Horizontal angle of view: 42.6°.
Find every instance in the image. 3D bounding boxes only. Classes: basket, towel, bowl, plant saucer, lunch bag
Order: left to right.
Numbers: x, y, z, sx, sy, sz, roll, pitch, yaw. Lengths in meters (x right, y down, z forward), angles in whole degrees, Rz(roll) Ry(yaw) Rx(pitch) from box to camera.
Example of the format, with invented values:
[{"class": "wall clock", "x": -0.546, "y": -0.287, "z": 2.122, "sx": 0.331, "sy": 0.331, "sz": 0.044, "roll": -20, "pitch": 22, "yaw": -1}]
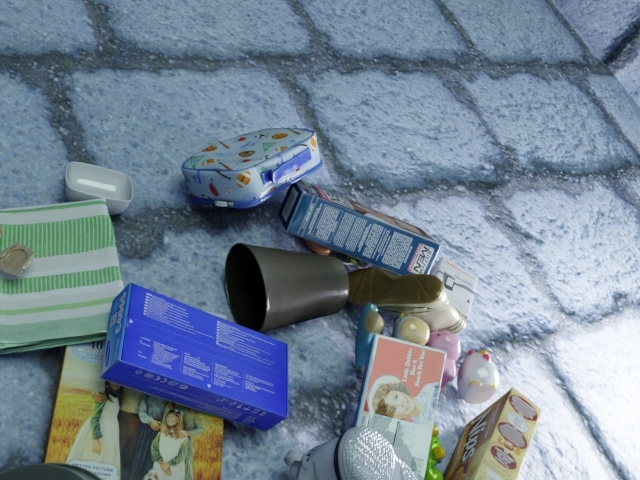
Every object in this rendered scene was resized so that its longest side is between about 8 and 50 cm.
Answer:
[{"class": "towel", "x": -0.502, "y": 0.056, "z": 1.540, "sx": 0.247, "sy": 0.038, "sz": 0.325, "roll": -7, "pitch": 52, "yaw": -15}, {"class": "bowl", "x": -0.471, "y": -0.105, "z": 1.727, "sx": 0.141, "sy": 0.053, "sz": 0.142, "roll": 13, "pitch": 27, "yaw": -22}, {"class": "lunch bag", "x": -0.151, "y": -0.165, "z": 1.867, "sx": 0.243, "sy": 0.115, "sz": 0.303, "roll": 8, "pitch": 31, "yaw": 37}, {"class": "basket", "x": -0.065, "y": 0.100, "z": 1.750, "sx": 0.226, "sy": 0.154, "sz": 0.204, "roll": 1, "pitch": 54, "yaw": -35}, {"class": "plant saucer", "x": 0.000, "y": 0.000, "z": 1.968, "sx": 0.083, "sy": 0.013, "sz": 0.084, "roll": 17, "pitch": 47, "yaw": -19}]

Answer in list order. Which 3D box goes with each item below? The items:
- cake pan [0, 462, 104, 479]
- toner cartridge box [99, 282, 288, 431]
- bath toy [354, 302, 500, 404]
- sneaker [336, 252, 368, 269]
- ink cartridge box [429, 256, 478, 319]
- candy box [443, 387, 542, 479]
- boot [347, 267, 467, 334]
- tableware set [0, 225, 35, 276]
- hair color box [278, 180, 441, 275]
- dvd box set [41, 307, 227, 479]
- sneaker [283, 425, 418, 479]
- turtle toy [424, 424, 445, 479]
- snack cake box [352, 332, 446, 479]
[{"class": "cake pan", "x": -0.429, "y": 0.456, "z": 1.194, "sx": 0.293, "sy": 0.054, "sz": 0.293, "roll": -3, "pitch": 52, "yaw": 4}, {"class": "toner cartridge box", "x": -0.218, "y": 0.217, "z": 1.494, "sx": 0.347, "sy": 0.075, "sz": 0.165, "roll": 26, "pitch": 41, "yaw": -29}, {"class": "bath toy", "x": 0.244, "y": 0.249, "z": 1.810, "sx": 0.348, "sy": 0.151, "sz": 0.129, "roll": 22, "pitch": 37, "yaw": -18}, {"class": "sneaker", "x": 0.080, "y": 0.042, "z": 1.964, "sx": 0.083, "sy": 0.035, "sz": 0.031, "roll": 19, "pitch": 45, "yaw": -16}, {"class": "ink cartridge box", "x": 0.316, "y": 0.127, "z": 2.012, "sx": 0.109, "sy": 0.063, "sz": 0.150, "roll": 30, "pitch": 44, "yaw": -5}, {"class": "candy box", "x": 0.322, "y": 0.461, "z": 1.641, "sx": 0.087, "sy": 0.183, "sz": 0.316, "roll": 38, "pitch": 44, "yaw": 3}, {"class": "boot", "x": 0.190, "y": 0.147, "z": 1.884, "sx": 0.203, "sy": 0.261, "sz": 0.095, "roll": 47, "pitch": 51, "yaw": -49}, {"class": "tableware set", "x": -0.619, "y": 0.034, "z": 1.506, "sx": 0.168, "sy": 0.020, "sz": 0.141, "roll": 34, "pitch": 64, "yaw": 25}, {"class": "hair color box", "x": 0.086, "y": -0.025, "z": 1.901, "sx": 0.347, "sy": 0.105, "sz": 0.174, "roll": 21, "pitch": 11, "yaw": -15}, {"class": "dvd box set", "x": -0.324, "y": 0.293, "z": 1.486, "sx": 0.307, "sy": 0.062, "sz": 0.421, "roll": 15, "pitch": 47, "yaw": -19}, {"class": "sneaker", "x": 0.088, "y": 0.495, "z": 1.497, "sx": 0.366, "sy": 0.210, "sz": 0.137, "roll": 55, "pitch": 41, "yaw": -17}, {"class": "turtle toy", "x": 0.212, "y": 0.442, "z": 1.670, "sx": 0.066, "sy": 0.095, "sz": 0.130, "roll": 52, "pitch": 19, "yaw": -53}, {"class": "snack cake box", "x": 0.148, "y": 0.334, "z": 1.623, "sx": 0.152, "sy": 0.089, "sz": 0.265, "roll": 14, "pitch": 70, "yaw": 1}]
